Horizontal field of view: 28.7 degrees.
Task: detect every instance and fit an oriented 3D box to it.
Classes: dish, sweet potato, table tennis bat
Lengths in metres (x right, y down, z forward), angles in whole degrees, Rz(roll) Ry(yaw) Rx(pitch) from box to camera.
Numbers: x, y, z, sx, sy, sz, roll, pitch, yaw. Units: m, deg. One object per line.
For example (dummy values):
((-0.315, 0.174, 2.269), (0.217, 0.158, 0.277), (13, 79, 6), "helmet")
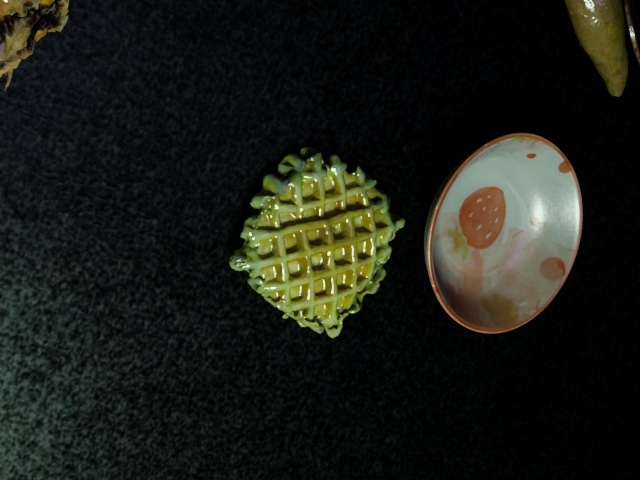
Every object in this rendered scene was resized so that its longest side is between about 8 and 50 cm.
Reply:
((0.216, -0.016, 1.614), (0.260, 0.085, 0.260), (-10, 109, -33), "dish")
((0.373, -0.294, 1.662), (0.077, 0.077, 0.243), (-43, 119, -19), "sweet potato")
((0.438, -0.274, 1.720), (0.158, 0.014, 0.095), (57, 29, -45), "table tennis bat")

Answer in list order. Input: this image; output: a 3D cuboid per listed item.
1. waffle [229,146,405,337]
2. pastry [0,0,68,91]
((0.000, 0.000, 1.487), (0.214, 0.054, 0.207), (41, 74, -31), "waffle")
((-0.316, -0.271, 1.123), (0.275, 0.193, 0.274), (-7, 103, -32), "pastry")
